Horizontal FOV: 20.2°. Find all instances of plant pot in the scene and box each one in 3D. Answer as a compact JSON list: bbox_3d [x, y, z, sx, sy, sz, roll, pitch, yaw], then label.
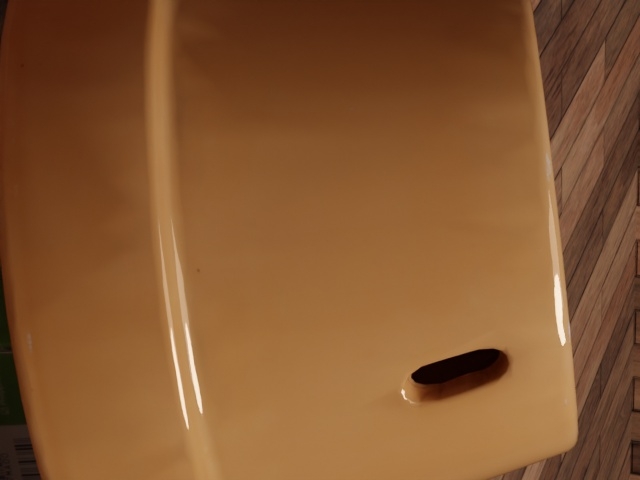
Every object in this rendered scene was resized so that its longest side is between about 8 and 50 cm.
[{"bbox_3d":[0.000,0.000,0.775,0.291,0.203,0.291,-6,90,-84],"label":"plant pot"}]

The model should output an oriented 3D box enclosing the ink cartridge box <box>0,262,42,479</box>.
[{"bbox_3d":[-0.123,0.038,0.865,0.209,0.062,0.109,-85,171,-59],"label":"ink cartridge box"}]
